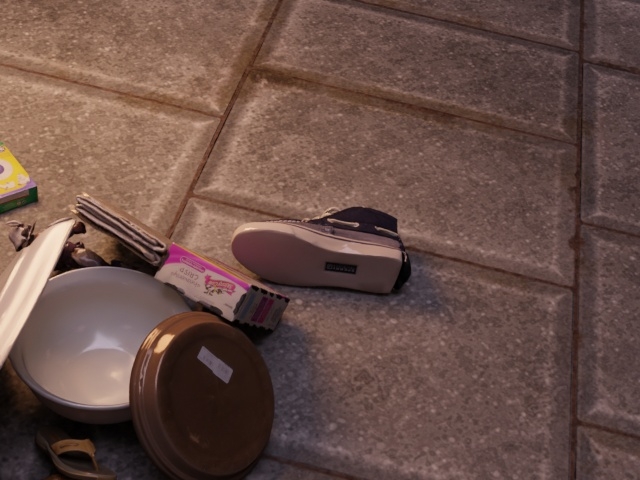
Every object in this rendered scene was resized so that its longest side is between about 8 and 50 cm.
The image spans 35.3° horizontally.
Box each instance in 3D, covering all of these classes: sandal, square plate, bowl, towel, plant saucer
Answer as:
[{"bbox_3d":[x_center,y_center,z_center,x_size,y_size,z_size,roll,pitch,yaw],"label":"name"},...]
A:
[{"bbox_3d":[-0.370,0.313,1.511,0.072,0.049,0.180,11,11,-46],"label":"sandal"},{"bbox_3d":[-0.508,0.159,1.487,0.049,0.347,0.344,34,39,-18],"label":"square plate"},{"bbox_3d":[-0.349,0.191,1.623,0.298,0.134,0.298,6,42,-6],"label":"bowl"},{"bbox_3d":[-0.330,-0.011,1.761,0.187,0.282,0.049,33,88,4],"label":"towel"},{"bbox_3d":[-0.169,0.242,1.545,0.278,0.041,0.278,19,63,-41],"label":"plant saucer"}]

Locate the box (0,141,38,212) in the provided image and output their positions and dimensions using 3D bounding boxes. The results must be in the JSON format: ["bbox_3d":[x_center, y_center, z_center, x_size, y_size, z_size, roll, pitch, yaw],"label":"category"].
[{"bbox_3d":[-0.641,-0.129,1.969,0.105,0.043,0.179,-24,52,-32],"label":"box"}]

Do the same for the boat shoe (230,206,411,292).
[{"bbox_3d":[0.000,0.000,1.920,0.340,0.127,0.158,13,36,-10],"label":"boat shoe"}]

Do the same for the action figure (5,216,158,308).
[{"bbox_3d":[-0.421,0.030,1.768,0.285,0.185,0.099,24,77,-6],"label":"action figure"}]

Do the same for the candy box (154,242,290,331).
[{"bbox_3d":[-0.162,0.083,1.716,0.159,0.233,0.071,27,89,16],"label":"candy box"}]

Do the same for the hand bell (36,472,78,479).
[{"bbox_3d":[-0.436,0.366,1.466,0.242,0.126,0.126,1,42,-29],"label":"hand bell"}]
